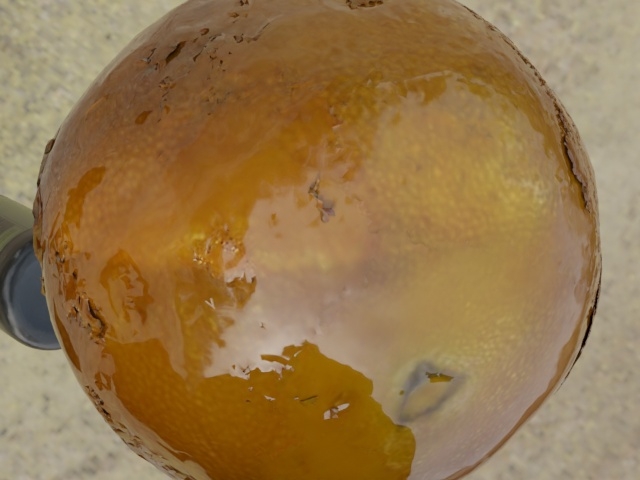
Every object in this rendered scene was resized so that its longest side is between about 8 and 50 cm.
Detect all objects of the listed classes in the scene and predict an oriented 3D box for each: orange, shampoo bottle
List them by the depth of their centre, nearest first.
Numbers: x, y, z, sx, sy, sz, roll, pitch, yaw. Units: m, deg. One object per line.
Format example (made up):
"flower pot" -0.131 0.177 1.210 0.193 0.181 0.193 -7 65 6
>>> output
"orange" 0.000 0.000 0.668 0.240 0.240 0.240 -31 139 -32
"shampoo bottle" -0.279 0.014 1.360 0.101 0.284 0.101 -8 105 -30
